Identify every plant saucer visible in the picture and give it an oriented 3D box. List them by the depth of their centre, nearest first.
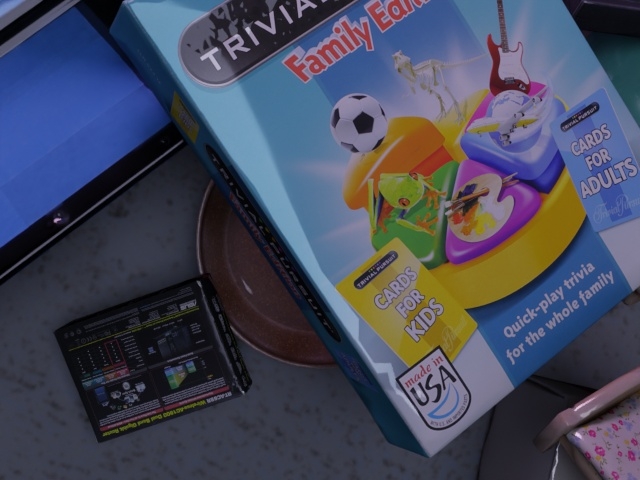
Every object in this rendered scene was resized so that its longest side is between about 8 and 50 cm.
[{"bbox_3d":[0.000,0.000,0.796,0.199,0.036,0.198,0,92,-11],"label":"plant saucer"}]

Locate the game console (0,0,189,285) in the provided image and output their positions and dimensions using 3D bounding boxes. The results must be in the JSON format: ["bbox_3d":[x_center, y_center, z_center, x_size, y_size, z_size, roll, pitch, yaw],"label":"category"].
[{"bbox_3d":[-0.254,-0.123,0.663,0.293,0.173,0.250,-39,123,-9],"label":"game console"}]

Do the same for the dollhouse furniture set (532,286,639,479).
[{"bbox_3d":[0.270,0.091,0.664,0.356,0.174,0.303,-20,62,-34],"label":"dollhouse furniture set"}]

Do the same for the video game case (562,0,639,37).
[{"bbox_3d":[0.290,-0.263,0.785,0.248,0.035,0.274,5,60,-12],"label":"video game case"}]

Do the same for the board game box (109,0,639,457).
[{"bbox_3d":[0.064,-0.070,0.673,0.254,0.079,0.336,-36,98,-16],"label":"board game box"}]

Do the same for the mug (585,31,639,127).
[{"bbox_3d":[0.250,-0.101,0.783,0.129,0.158,0.097,41,87,-16],"label":"mug"}]

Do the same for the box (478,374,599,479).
[{"bbox_3d":[0.256,0.204,0.807,0.232,0.127,0.148,13,89,-12],"label":"box"}]

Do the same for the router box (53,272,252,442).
[{"bbox_3d":[-0.123,0.087,0.753,0.122,0.038,0.092,-19,95,9],"label":"router box"}]
